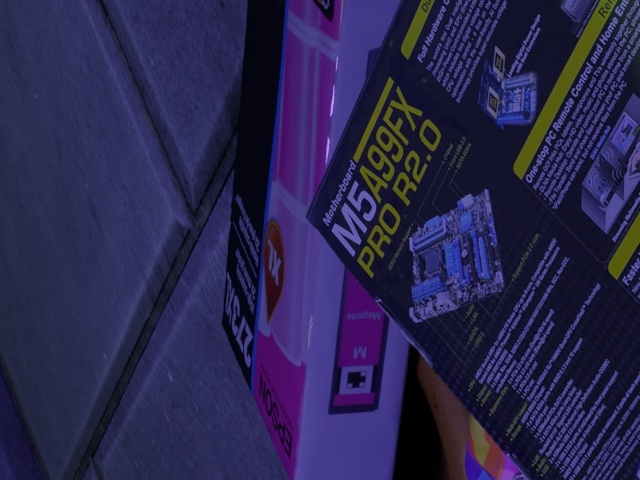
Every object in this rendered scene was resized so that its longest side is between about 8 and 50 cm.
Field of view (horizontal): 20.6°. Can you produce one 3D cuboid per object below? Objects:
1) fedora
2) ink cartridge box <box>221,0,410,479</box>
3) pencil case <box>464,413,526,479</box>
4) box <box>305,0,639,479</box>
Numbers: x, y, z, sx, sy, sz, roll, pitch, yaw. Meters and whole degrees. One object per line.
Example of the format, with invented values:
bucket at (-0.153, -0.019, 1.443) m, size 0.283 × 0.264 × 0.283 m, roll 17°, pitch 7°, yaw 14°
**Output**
fedora at (0.082, 0.120, 0.949) m, size 0.194 × 0.079 × 0.194 m, roll 171°, pitch 90°, yaw -73°
ink cartridge box at (0.000, 0.000, 0.942) m, size 0.176 × 0.069 × 0.371 m, roll -120°, pitch 29°, yaw -58°
pencil case at (0.105, 0.021, 0.761) m, size 0.104 × 0.104 × 0.236 m, roll 45°, pitch 148°, yaw 52°
box at (0.118, -0.037, 0.569) m, size 0.216 × 0.060 × 0.270 m, roll 50°, pitch 135°, yaw 28°
